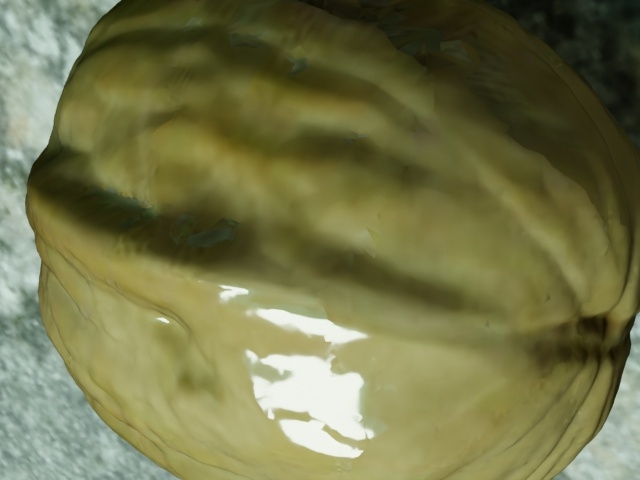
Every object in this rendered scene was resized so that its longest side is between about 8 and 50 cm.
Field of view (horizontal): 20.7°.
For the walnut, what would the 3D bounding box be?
[{"bbox_3d":[0.000,0.000,0.692,0.261,0.225,0.225,15,129,28],"label":"walnut"}]
